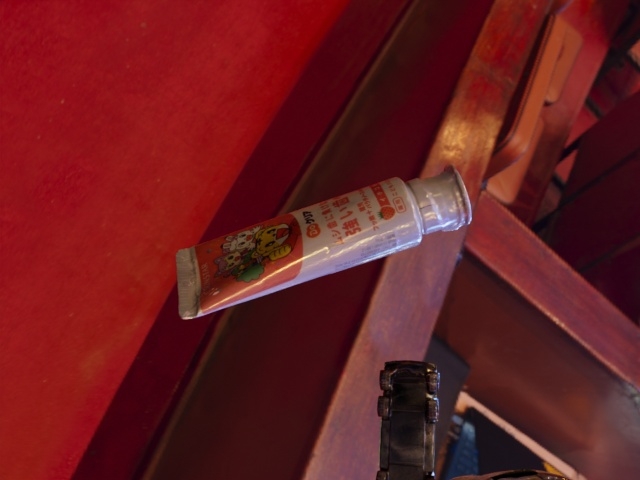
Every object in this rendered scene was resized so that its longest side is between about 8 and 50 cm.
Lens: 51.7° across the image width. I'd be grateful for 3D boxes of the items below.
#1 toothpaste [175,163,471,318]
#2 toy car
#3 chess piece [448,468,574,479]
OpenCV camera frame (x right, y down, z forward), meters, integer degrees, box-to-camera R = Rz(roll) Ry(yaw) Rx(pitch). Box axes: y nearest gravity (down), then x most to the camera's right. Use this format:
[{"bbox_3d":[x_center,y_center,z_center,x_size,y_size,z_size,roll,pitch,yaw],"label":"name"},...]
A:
[{"bbox_3d":[0.000,0.000,0.523,0.234,0.089,0.057,-19,126,-1],"label":"toothpaste"},{"bbox_3d":[0.105,0.227,0.781,0.071,0.062,0.165,0,72,14],"label":"toy car"},{"bbox_3d":[0.128,0.232,0.482,0.143,0.261,0.142,-1,75,5],"label":"chess piece"}]
